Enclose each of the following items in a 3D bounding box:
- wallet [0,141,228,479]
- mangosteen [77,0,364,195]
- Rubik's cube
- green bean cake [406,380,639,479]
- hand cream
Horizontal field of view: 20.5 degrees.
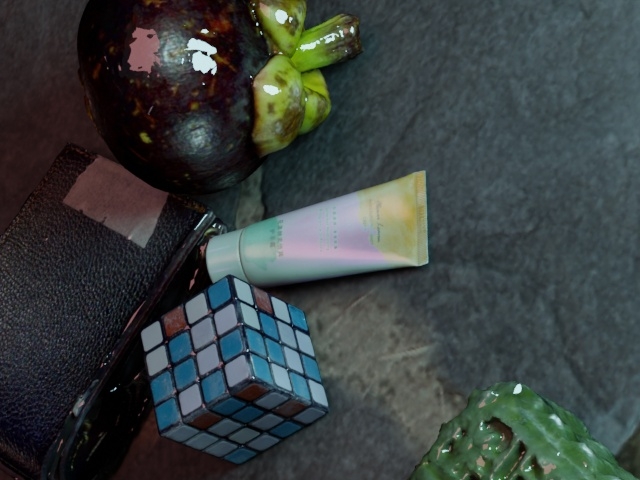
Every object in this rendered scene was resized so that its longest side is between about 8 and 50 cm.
[{"bbox_3d":[-0.205,0.063,1.441,0.221,0.071,0.262,24,83,47],"label":"wallet"},{"bbox_3d":[-0.075,-0.136,1.351,0.217,0.192,0.192,-15,59,6],"label":"mangosteen"},{"bbox_3d":[-0.063,0.095,1.287,0.092,0.092,0.092,-32,54,24],"label":"Rubik's cube"},{"bbox_3d":[0.124,0.198,1.095,0.173,0.094,0.181,-50,48,11],"label":"green bean cake"},{"bbox_3d":[0.000,0.000,1.318,0.174,0.047,0.076,-13,62,24],"label":"hand cream"}]
